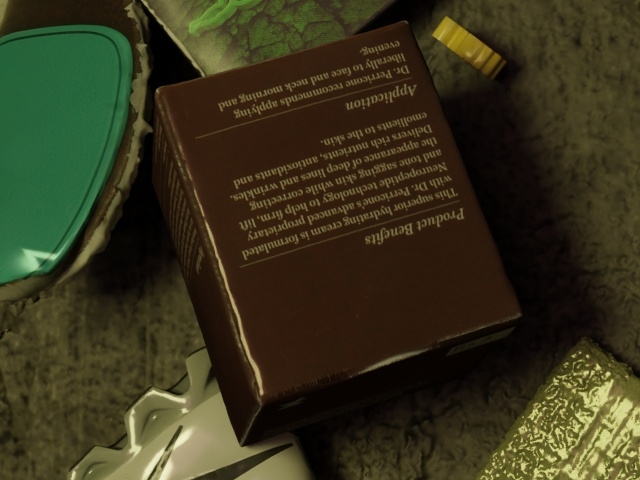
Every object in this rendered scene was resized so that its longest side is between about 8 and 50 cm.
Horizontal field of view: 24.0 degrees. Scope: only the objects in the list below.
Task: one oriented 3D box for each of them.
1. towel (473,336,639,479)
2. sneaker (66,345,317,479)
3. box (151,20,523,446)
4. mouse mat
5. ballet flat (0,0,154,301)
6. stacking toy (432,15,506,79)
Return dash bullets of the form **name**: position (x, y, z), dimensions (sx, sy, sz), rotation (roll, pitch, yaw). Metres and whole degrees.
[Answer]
- **towel**: position (0.169, 0.147, 0.971), dimensions (0.110, 0.027, 0.148), rotation (35, 99, 23)
- **sneaker**: position (-0.138, 0.234, 1.039), dimensions (0.330, 0.122, 0.146), rotation (-46, 68, 12)
- **box**: position (0.000, 0.000, 0.952), dimensions (0.168, 0.167, 0.203), rotation (-16, 76, -12)
- **mouse mat**: position (-0.027, -0.193, 1.014), dimensions (0.190, 0.007, 0.152), rotation (-39, 88, 5)
- **ballet flat**: position (-0.170, -0.149, 1.086), dimensions (0.147, 0.147, 0.408), rotation (-1, 77, 23)
- **stacking toy**: position (0.084, -0.236, 1.037), dimensions (0.221, 0.052, 0.167), rotation (40, 99, 22)
